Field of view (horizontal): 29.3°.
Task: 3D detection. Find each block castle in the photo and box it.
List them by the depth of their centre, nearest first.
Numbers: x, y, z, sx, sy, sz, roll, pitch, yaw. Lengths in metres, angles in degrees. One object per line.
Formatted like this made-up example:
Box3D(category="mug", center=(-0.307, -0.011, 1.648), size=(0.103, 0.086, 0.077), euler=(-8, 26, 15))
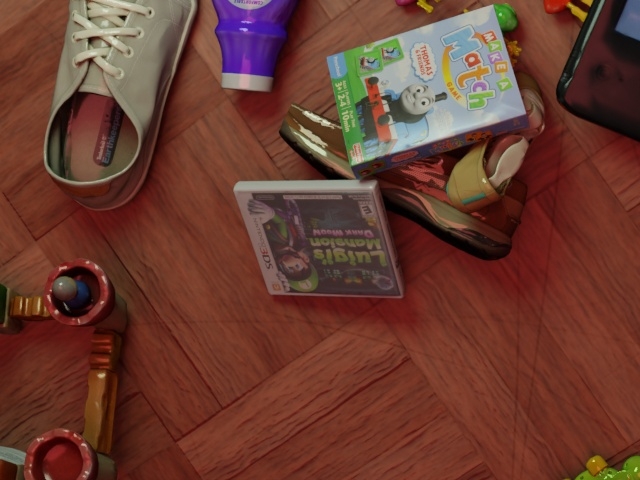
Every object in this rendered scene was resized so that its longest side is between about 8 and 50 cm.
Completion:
Box3D(category="block castle", center=(-0.481, 0.180, 1.547), size=(0.453, 0.213, 0.303), euler=(0, 74, 9))

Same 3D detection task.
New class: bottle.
Box3D(category="bottle", center=(-0.081, -0.330, 1.537), size=(0.118, 0.092, 0.283), euler=(7, 96, 7))

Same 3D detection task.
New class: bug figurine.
Box3D(category="bug figurine", center=(0.201, -0.339, 1.502), size=(0.279, 0.072, 0.216), euler=(39, 106, -1))

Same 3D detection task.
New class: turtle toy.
Box3D(category="turtle toy", center=(0.366, 0.319, 1.539), size=(0.130, 0.066, 0.095), euler=(-40, 65, 8))

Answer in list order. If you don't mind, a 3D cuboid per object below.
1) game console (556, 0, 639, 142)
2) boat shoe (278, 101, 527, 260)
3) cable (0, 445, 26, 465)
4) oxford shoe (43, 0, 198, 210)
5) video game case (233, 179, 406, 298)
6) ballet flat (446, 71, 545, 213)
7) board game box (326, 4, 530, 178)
Box3D(category="game console", center=(0.501, -0.274, 1.434), size=(0.341, 0.060, 0.387), euler=(21, 98, -6))
Box3D(category="boat shoe", center=(0.108, -0.094, 1.525), size=(0.324, 0.122, 0.120), euler=(28, 87, 0))
Box3D(category="cable", center=(-0.456, 0.408, 1.670), size=(0.257, 0.089, 0.257), euler=(-14, 91, 10))
Box3D(category="oxford shoe", center=(-0.259, -0.257, 1.557), size=(0.169, 0.130, 0.450), euler=(12, 96, 10))
Box3D(category="video game case", center=(0.000, 0.000, 1.526), size=(0.190, 0.022, 0.173), euler=(0, 128, 24))
Box3D(category="ballet flat", center=(0.229, -0.120, 1.458), size=(0.080, 0.232, 0.073), euler=(46, 146, -23))
Box3D(category="board game box", center=(0.124, -0.177, 1.446), size=(0.211, 0.039, 0.160), euler=(-16, 63, 9))
